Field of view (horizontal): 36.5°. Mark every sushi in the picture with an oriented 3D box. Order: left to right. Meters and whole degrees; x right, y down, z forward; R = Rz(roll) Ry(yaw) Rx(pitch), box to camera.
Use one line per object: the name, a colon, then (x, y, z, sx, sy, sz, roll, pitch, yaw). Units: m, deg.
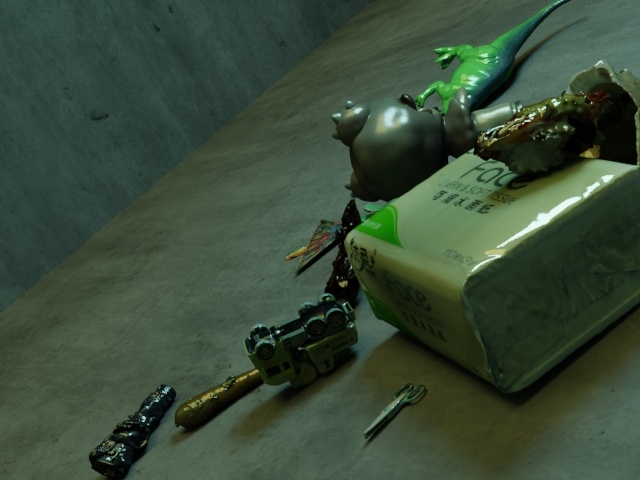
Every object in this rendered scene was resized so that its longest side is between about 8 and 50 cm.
sushi: (0.329, -0.156, 1.376, 0.226, 0.103, 0.097, -26, -7, -17)

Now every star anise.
star anise: (0.051, 0.048, 1.803, 0.053, 0.212, 0.157, 7, 35, -17)

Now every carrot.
carrot: (-0.151, 0.263, 1.735, 0.254, 0.049, 0.049, -29, 20, -4)

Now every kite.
kite: (0.000, 0.000, 2.153, 0.183, 0.014, 0.241, -27, 21, 22)

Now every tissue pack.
tissue pack: (0.264, 0.016, 1.453, 0.332, 0.205, 0.405, -32, 21, -14)

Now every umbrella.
umbrella: (-0.334, 0.340, 1.784, 0.080, 0.071, 0.224, 11, 34, 22)

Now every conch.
conch: (0.476, -0.151, 1.520, 0.186, 0.263, 0.324, -22, 50, -8)

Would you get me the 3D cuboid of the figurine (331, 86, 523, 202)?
figurine: (0.221, -0.187, 1.939, 0.380, 0.248, 0.203, -9, 44, 7)

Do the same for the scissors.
scissors: (0.104, 0.249, 1.425, 0.119, 0.014, 0.058, -39, 17, -26)

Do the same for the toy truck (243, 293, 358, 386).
toy truck: (-0.024, 0.178, 1.637, 0.191, 0.116, 0.085, -25, 20, -5)

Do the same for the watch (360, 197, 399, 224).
watch: (0.163, -0.038, 1.855, 0.165, 0.131, 0.152, -14, 16, 42)

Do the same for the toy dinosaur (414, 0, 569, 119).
toy dinosaur: (0.445, -0.434, 2.330, 0.500, 0.144, 0.374, -33, 25, 12)
